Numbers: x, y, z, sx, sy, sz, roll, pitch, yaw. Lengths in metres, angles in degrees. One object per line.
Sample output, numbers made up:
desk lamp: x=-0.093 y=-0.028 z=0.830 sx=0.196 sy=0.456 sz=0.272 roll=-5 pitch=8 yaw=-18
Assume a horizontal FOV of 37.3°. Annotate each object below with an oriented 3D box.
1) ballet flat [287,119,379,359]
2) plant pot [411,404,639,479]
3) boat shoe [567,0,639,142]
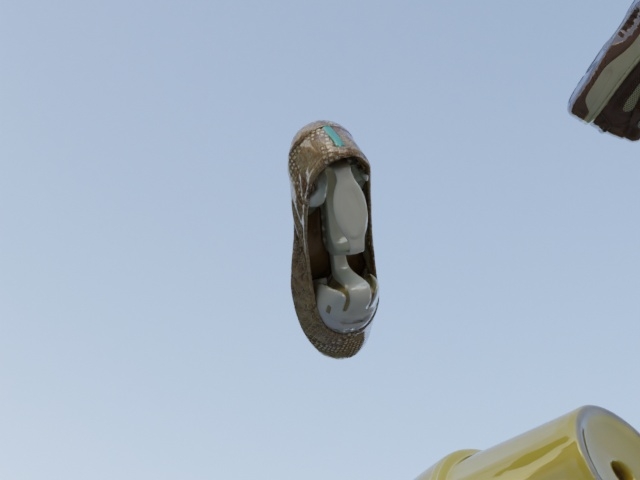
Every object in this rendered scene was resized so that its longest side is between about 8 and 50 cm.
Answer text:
ballet flat: x=0.013 y=0.012 z=0.727 sx=0.073 sy=0.067 sz=0.206 roll=-18 pitch=-65 yaw=-17
plant pot: x=0.236 y=0.301 z=0.983 sx=0.254 sy=0.254 sz=0.239 roll=36 pitch=-61 yaw=-12
boat shoe: x=0.351 y=-0.212 z=0.927 sx=0.095 sy=0.095 sz=0.257 roll=32 pitch=-67 yaw=2
